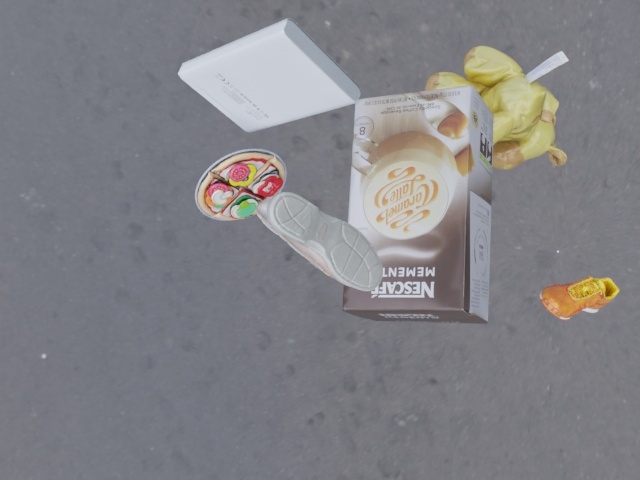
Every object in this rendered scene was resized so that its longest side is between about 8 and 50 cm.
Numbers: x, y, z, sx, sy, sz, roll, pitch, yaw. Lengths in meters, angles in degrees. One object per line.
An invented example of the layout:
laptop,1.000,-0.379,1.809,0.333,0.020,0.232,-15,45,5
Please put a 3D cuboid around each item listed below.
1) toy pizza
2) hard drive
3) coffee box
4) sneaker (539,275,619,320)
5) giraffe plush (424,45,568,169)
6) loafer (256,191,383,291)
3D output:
toy pizza,-0.161,-0.107,1.554,0.201,0.201,0.032,-39,54,13
hard drive,-0.101,-0.299,1.413,0.307,0.203,0.040,-7,56,45
coffee box,0.113,-0.035,0.842,0.141,0.098,0.246,-3,76,26
sneaker,0.408,0.082,1.188,0.064,0.175,0.067,57,132,25
giraffe plush,0.276,-0.175,1.103,0.210,0.170,0.181,-16,60,23
loafer,0.000,0.000,0.629,0.039,0.125,0.045,1,59,58
